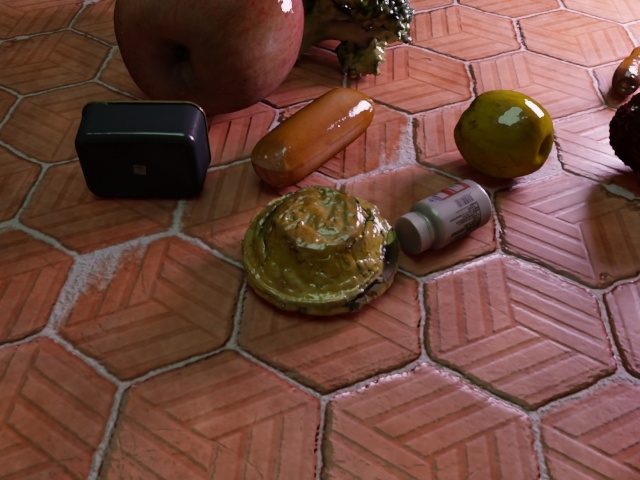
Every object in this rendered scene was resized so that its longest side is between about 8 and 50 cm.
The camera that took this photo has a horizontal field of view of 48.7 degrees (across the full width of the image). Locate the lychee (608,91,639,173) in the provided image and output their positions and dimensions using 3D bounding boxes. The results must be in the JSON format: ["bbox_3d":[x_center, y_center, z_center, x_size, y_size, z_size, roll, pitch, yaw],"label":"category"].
[{"bbox_3d":[0.588,-0.175,1.167,0.188,0.188,0.188,0,43,0],"label":"lychee"}]

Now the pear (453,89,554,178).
[{"bbox_3d":[0.307,-0.180,1.187,0.162,0.148,0.149,30,50,23],"label":"pear"}]

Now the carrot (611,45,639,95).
[{"bbox_3d":[0.633,-0.346,1.435,0.060,0.060,0.186,22,41,22],"label":"carrot"}]

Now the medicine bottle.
[{"bbox_3d":[0.185,-0.034,1.076,0.140,0.079,0.079,-26,49,-25],"label":"medicine bottle"}]

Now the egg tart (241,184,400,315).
[{"bbox_3d":[0.000,0.000,1.024,0.241,0.106,0.241,0,47,0],"label":"egg tart"}]

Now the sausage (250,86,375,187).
[{"bbox_3d":[-0.010,-0.182,1.219,0.105,0.105,0.274,27,49,26],"label":"sausage"}]

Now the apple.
[{"bbox_3d":[-0.208,-0.375,1.278,0.345,0.344,0.269,13,63,13],"label":"apple"}]

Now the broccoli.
[{"bbox_3d":[0.014,-0.505,1.466,0.281,0.293,0.348,-44,36,8],"label":"broccoli"}]

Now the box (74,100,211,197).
[{"bbox_3d":[-0.285,-0.143,1.143,0.201,0.144,0.090,1,46,-1],"label":"box"}]
